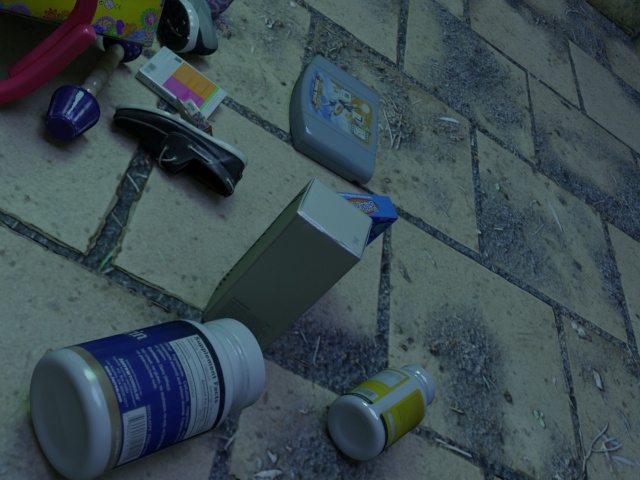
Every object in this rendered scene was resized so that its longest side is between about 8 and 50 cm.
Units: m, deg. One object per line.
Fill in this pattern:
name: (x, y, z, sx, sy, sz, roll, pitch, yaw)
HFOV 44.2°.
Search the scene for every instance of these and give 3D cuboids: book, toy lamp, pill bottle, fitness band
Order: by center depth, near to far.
pill bottle: (-0.203, 0.182, 0.972, 0.264, 0.153, 0.153, -10, 64, -47)
fitness band: (-0.435, -0.301, 1.073, 0.209, 0.290, 0.054, 36, 24, -53)
pill bottle: (0.102, 0.259, 1.226, 0.184, 0.103, 0.103, -19, 71, -49)
toy lamp: (-0.365, -0.255, 1.265, 0.080, 0.080, 0.275, 32, 38, -18)
book: (-0.251, -0.279, 1.427, 0.144, 0.035, 0.096, 39, 42, -10)

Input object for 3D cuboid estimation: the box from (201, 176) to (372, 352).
box: (-0.052, 0.044, 1.131, 0.113, 0.275, 0.094, 36, 38, -12)

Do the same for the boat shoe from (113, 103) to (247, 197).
boat shoe: (-0.235, -0.151, 1.294, 0.233, 0.084, 0.079, 27, 68, -15)

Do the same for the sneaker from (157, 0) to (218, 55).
sneaker: (-0.272, -0.467, 1.531, 0.108, 0.100, 0.272, 9, 56, -51)

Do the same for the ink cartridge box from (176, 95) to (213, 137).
ink cartridge box: (-0.212, -0.204, 1.336, 0.029, 0.115, 0.063, -35, 80, -13)

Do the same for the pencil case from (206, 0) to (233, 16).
pencil case: (-0.258, -0.552, 1.611, 0.206, 0.086, 0.088, 54, 30, 11)

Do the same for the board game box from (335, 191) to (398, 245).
board game box: (0.000, 0.000, 1.272, 0.160, 0.210, 0.047, 2, 57, -41)

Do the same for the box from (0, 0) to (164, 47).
box: (-0.420, -0.450, 1.216, 0.289, 0.177, 0.279, 5, 23, -40)

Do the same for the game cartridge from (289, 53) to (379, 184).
game cartridge: (0.030, -0.266, 1.659, 0.198, 0.062, 0.297, 32, 40, -24)
